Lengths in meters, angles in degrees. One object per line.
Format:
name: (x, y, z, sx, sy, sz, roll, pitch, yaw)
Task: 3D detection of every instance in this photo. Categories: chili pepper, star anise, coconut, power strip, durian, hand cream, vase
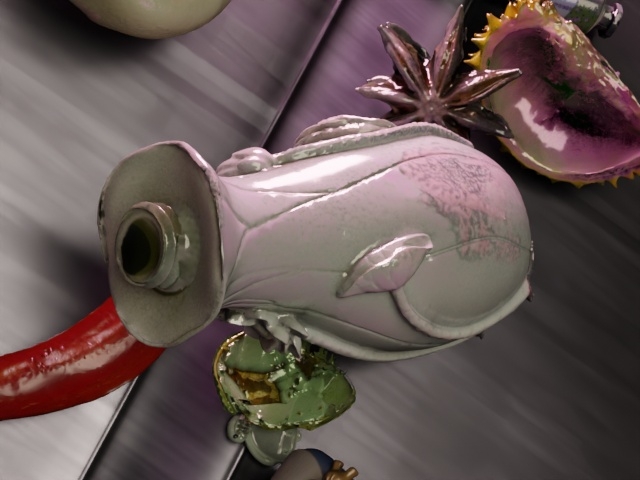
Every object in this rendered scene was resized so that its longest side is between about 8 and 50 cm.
chili pepper: (-0.217, 0.076, 1.686, 0.137, 0.092, 0.368, 47, 61, 6)
star anise: (0.133, -0.159, 1.877, 0.204, 0.061, 0.180, 40, 107, -5)
coconut: (-0.043, 0.139, 1.764, 0.158, 0.055, 0.133, 19, 48, -18)
power strip: (-0.055, 0.202, 1.765, 0.083, 0.035, 0.055, 21, 72, -23)
durian: (0.270, -0.158, 1.936, 0.186, 0.154, 0.260, -33, 98, -5)
hand cream: (0.225, -0.307, 1.983, 0.271, 0.058, 0.091, 24, 68, -14)
vase: (0.000, 0.000, 1.671, 0.445, 0.250, 0.250, -1, 80, -44)

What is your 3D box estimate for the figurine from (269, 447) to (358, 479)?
figurine: (-0.072, 0.317, 1.673, 0.275, 0.161, 0.158, -24, 105, -22)

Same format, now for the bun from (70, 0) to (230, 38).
bun: (-0.200, -0.334, 1.730, 0.283, 0.179, 0.283, 8, 78, -45)
